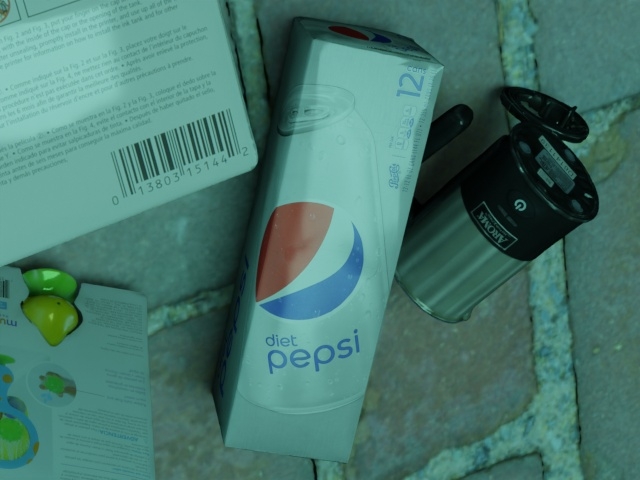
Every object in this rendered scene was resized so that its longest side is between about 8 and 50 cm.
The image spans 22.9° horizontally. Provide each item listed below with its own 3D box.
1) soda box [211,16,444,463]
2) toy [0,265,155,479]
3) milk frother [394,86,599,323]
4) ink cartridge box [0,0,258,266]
[{"bbox_3d":[0.000,0.000,1.071,0.091,0.098,0.286,10,106,-12],"label":"soda box"},{"bbox_3d":[-0.173,0.128,0.984,0.136,0.237,0.056,13,142,-26],"label":"toy"},{"bbox_3d":[0.126,-0.033,1.140,0.134,0.129,0.143,-41,163,33],"label":"milk frother"},{"bbox_3d":[-0.205,-0.116,0.949,0.296,0.066,0.261,-22,118,-19],"label":"ink cartridge box"}]
